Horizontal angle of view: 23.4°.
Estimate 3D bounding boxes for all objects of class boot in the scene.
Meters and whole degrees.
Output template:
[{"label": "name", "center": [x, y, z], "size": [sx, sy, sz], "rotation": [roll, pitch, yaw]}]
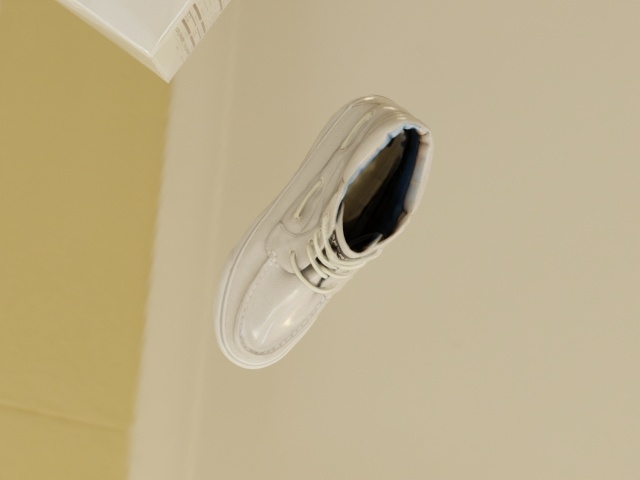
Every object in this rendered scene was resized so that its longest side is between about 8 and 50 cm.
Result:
[{"label": "boot", "center": [0.000, 0.000, 1.256], "size": [0.258, 0.095, 0.123], "rotation": [-61, -163, 4]}]

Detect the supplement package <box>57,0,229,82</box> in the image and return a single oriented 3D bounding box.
[{"label": "supplement package", "center": [-0.157, -0.325, 1.507], "size": [0.262, 0.199, 0.198], "rotation": [-54, 180, -2]}]
